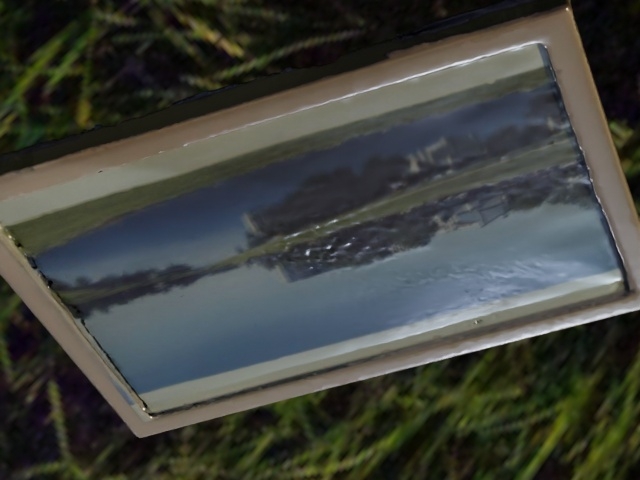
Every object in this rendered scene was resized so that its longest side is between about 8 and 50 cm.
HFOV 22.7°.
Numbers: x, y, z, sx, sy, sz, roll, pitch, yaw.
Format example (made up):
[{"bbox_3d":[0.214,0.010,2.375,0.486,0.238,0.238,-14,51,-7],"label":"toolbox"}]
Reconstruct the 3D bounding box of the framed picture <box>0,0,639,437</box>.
[{"bbox_3d":[0.000,0.000,0.383,0.149,0.011,0.109,-16,138,14],"label":"framed picture"}]
